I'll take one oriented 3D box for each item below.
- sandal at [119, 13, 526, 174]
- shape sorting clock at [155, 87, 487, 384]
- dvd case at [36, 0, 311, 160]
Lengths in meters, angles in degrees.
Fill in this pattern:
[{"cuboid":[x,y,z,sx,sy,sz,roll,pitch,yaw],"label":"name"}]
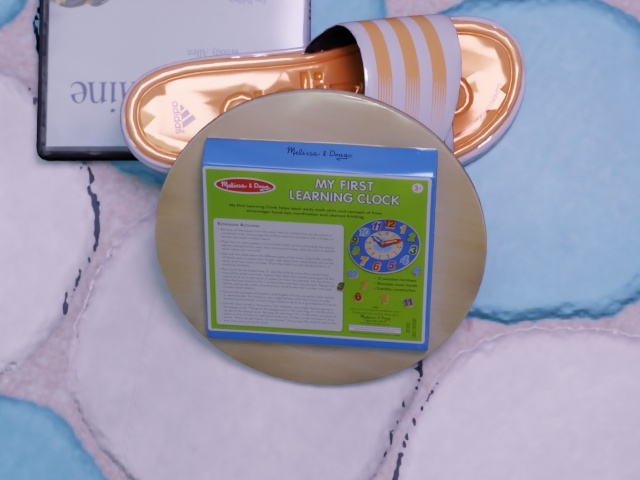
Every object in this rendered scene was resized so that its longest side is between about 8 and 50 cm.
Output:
[{"cuboid":[0.009,-0.085,1.082,0.265,0.076,0.102,-9,87,-11],"label":"sandal"},{"cuboid":[0.000,0.000,1.072,0.206,0.040,0.206,3,122,5],"label":"shape sorting clock"},{"cuboid":[-0.096,-0.178,1.141,0.180,0.022,0.253,0,85,3],"label":"dvd case"}]
